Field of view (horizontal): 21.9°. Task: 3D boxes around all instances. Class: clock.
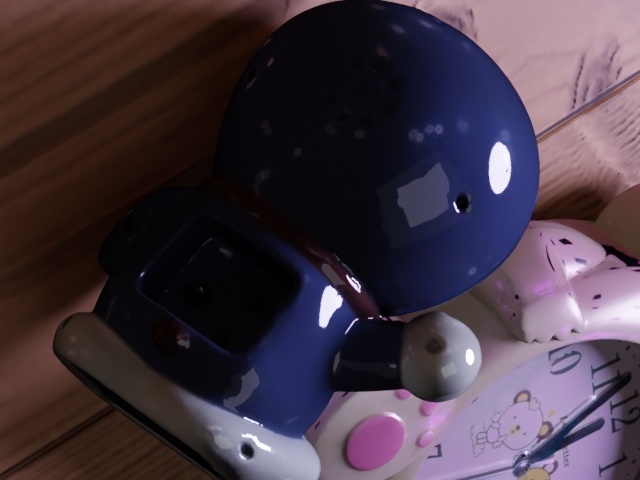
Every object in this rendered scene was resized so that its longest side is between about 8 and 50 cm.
[{"bbox_3d":[0.116,0.117,0.966,0.309,0.114,0.284,-24,125,-18],"label":"clock"},{"bbox_3d":[0.000,0.000,0.787,0.243,0.200,0.146,-52,156,-9],"label":"clock"}]
